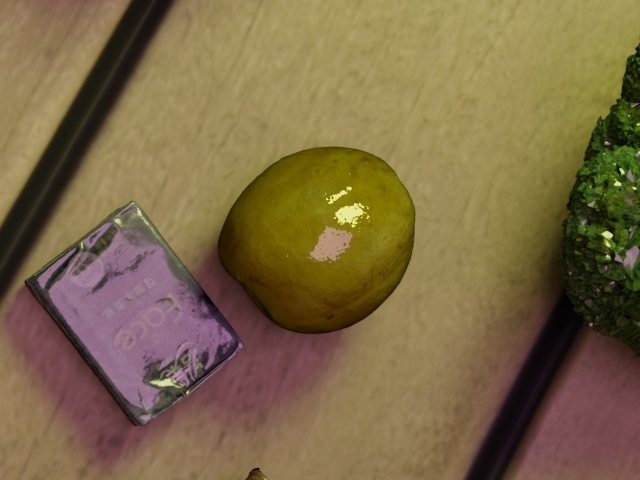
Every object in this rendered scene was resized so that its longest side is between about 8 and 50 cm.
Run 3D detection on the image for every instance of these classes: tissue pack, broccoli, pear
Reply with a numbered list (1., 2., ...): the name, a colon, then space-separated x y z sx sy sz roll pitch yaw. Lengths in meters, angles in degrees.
1. tissue pack: -0.152 0.061 1.588 0.112 0.051 0.156 -38 95 -14
2. broccoli: 0.379 -0.040 1.603 0.413 0.321 0.310 -29 65 -11
3. pear: 0.000 0.000 1.582 0.162 0.149 0.149 -35 95 -13

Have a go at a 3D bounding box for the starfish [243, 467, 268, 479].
1. starfish: -0.035 0.262 1.594 0.190 0.074 0.146 -40 98 -12
